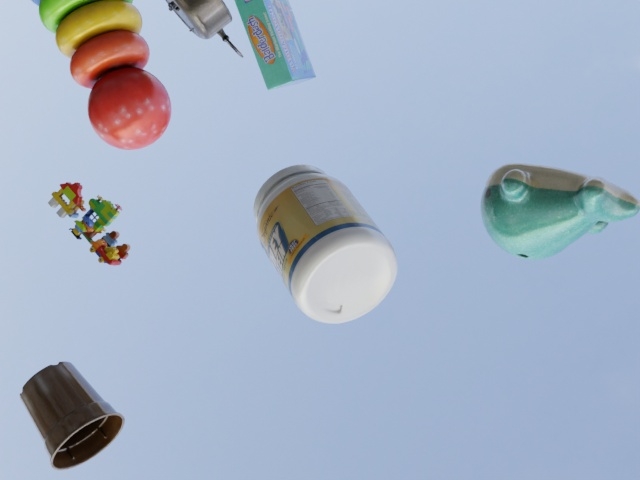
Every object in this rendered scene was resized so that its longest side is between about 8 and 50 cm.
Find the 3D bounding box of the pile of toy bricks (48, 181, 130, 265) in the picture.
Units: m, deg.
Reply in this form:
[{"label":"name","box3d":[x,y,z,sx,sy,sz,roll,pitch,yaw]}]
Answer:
[{"label":"pile of toy bricks","box3d":[-0.483,-0.047,2.237,0.105,0.118,0.212,-45,-103,10]}]

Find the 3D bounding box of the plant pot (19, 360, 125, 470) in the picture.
[{"label":"plant pot","box3d":[-0.508,0.343,2.039,0.167,0.167,0.165,-45,-113,6]}]

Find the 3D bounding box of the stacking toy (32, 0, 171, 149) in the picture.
[{"label":"stacking toy","box3d":[-0.250,-0.254,1.112,0.141,0.141,0.330,-29,-100,24]}]

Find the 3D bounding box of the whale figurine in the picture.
[{"label":"whale figurine","box3d":[0.368,-0.040,1.605,0.272,0.216,0.141,3,-107,60]}]

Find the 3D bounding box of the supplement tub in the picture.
[{"label":"supplement tub","box3d":[0.000,0.000,1.356,0.144,0.144,0.200,-44,-139,8]}]

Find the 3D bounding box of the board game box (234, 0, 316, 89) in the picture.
[{"label":"board game box","box3d":[-0.072,-0.334,1.679,0.047,0.160,0.210,-18,-174,13]}]

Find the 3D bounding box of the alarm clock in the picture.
[{"label":"alarm clock","box3d":[-0.176,-0.334,1.460,0.064,0.192,0.129,-43,-162,-2]}]
